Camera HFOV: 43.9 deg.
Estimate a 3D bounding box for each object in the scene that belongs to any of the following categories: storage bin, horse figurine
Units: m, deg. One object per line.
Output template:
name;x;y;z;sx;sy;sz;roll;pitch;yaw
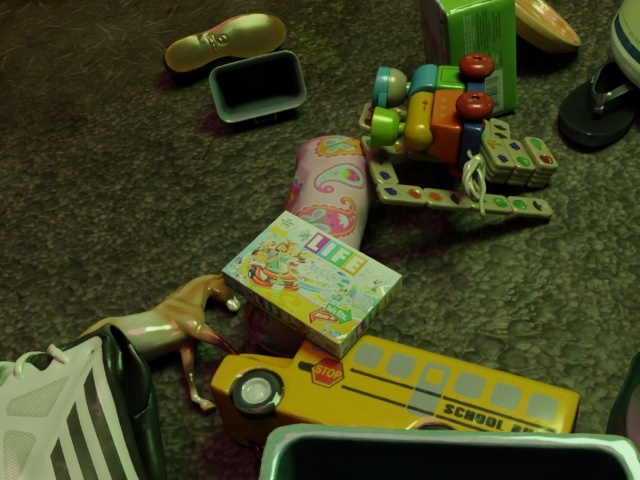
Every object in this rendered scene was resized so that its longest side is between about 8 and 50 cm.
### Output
storage bin;-0.094;-0.232;1.207;0.135;0.098;0.091;-14;18;-1
horse figurine;-0.197;0.132;0.892;0.263;0.066;0.174;-22;54;-13

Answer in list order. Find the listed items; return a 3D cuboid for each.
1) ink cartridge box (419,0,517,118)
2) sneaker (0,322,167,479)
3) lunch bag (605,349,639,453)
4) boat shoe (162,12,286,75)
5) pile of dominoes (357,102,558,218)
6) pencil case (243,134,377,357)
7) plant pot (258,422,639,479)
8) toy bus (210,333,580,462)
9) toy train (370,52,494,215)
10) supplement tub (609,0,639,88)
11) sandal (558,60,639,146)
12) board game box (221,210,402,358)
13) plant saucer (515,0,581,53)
ink cartridge box;0.191;-0.317;1.152;0.097;0.189;0.255;-17;45;-2
sneaker;-0.318;0.159;0.793;0.447;0.169;0.257;36;75;26
lunch bag;0.359;0.148;0.623;0.223;0.262;0.160;-9;46;2
boat shoe;-0.161;-0.322;1.312;0.207;0.073;0.073;-16;5;-11
pile of dominoes;0.171;-0.115;0.992;0.251;0.040;0.196;4;44;-21
pencil case;0.000;0.000;0.942;0.124;0.124;0.284;4;47;15
plant pot;0.087;0.300;0.542;0.247;0.252;0.247;0;48;11
toy bus;0.065;0.172;0.767;0.332;0.108;0.130;13;50;23
toy train;0.121;-0.121;0.912;0.143;0.105;0.248;6;43;8
supplement tub;0.527;-0.338;0.973;0.235;0.325;0.235;6;49;-7
sandal;0.414;-0.220;1.103;0.097;0.054;0.254;28;58;33
board game box;-0.009;0.041;0.807;0.154;0.026;0.103;29;57;27
plant saucer;0.303;-0.345;1.192;0.200;0.037;0.200;29;32;-20
